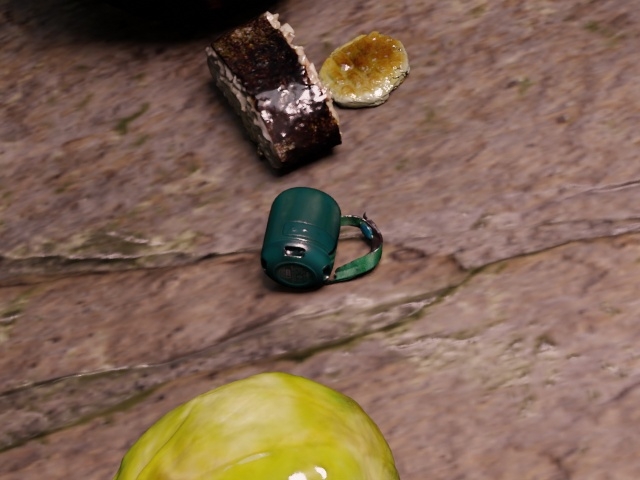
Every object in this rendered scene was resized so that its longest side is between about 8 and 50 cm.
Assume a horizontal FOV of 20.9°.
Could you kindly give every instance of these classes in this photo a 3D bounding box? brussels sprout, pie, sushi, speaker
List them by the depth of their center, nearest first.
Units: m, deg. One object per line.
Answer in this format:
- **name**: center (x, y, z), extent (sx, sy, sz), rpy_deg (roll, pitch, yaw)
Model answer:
- **brussels sprout**: center (-0.050, 0.190, 1.220), extent (0.223, 0.161, 0.223), rpy_deg (-4, 50, 5)
- **speaker**: center (0.001, 0.003, 1.419), extent (0.094, 0.060, 0.075), rpy_deg (20, 55, -13)
- **sushi**: center (-0.039, -0.131, 1.500), extent (0.078, 0.090, 0.150), rpy_deg (-26, 50, -9)
- **pie**: center (0.037, -0.151, 1.534), extent (0.084, 0.020, 0.084), rpy_deg (-8, 52, 11)

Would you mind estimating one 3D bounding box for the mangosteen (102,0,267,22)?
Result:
- **mangosteen**: center (-0.109, -0.391, 1.576), extent (0.382, 0.382, 0.435), rpy_deg (25, 27, 30)
